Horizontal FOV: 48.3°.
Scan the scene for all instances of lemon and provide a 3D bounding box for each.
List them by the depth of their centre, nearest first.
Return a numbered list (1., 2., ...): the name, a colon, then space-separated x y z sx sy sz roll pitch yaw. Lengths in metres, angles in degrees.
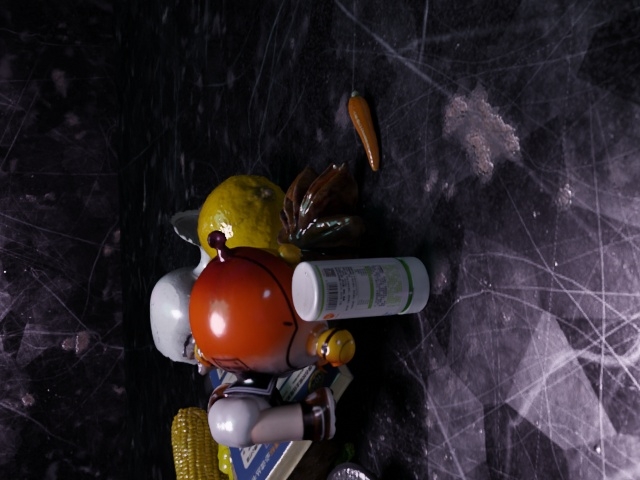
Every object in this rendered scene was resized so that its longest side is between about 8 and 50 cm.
1. lemon: -0.148 -0.031 1.436 0.231 0.192 0.192 -50 48 49

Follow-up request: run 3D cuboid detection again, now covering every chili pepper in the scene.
1. chili pepper: 0.043 0.386 1.260 0.030 0.034 0.091 33 127 20

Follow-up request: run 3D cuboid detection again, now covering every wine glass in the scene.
1. wine glass: -0.283 0.116 1.692 0.238 0.238 0.322 46 123 54

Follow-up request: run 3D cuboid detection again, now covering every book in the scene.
1. book: -0.094 0.251 1.328 0.300 0.039 0.428 -57 27 11

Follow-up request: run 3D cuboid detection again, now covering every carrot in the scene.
1. carrot: 0.072 -0.180 1.154 0.035 0.035 0.142 -43 58 57

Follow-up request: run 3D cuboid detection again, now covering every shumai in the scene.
1. shumai: -0.094 0.432 1.327 0.185 0.184 0.218 33 122 26

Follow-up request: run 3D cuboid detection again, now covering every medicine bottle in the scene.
1. medicine bottle: 0.058 0.068 1.024 0.086 0.184 0.086 179 90 -64

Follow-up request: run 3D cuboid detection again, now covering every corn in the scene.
1. corn: -0.313 0.623 1.883 0.387 0.144 0.143 -116 35 -45

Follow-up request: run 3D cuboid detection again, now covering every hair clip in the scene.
1. hair clip: -0.230 0.578 1.809 0.072 0.046 0.173 -67 33 35

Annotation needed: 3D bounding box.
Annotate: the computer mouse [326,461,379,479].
1. computer mouse: 0.092 0.471 1.092 0.147 0.088 0.264 -29 64 43

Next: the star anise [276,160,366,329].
1. star anise: -0.003 0.017 1.240 0.315 0.108 0.315 18 110 61

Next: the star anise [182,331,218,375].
1. star anise: -0.203 0.164 1.464 0.229 0.093 0.236 -8 59 60

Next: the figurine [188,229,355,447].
1. figurine: -0.100 0.148 1.107 0.320 0.196 0.322 -10 81 36
